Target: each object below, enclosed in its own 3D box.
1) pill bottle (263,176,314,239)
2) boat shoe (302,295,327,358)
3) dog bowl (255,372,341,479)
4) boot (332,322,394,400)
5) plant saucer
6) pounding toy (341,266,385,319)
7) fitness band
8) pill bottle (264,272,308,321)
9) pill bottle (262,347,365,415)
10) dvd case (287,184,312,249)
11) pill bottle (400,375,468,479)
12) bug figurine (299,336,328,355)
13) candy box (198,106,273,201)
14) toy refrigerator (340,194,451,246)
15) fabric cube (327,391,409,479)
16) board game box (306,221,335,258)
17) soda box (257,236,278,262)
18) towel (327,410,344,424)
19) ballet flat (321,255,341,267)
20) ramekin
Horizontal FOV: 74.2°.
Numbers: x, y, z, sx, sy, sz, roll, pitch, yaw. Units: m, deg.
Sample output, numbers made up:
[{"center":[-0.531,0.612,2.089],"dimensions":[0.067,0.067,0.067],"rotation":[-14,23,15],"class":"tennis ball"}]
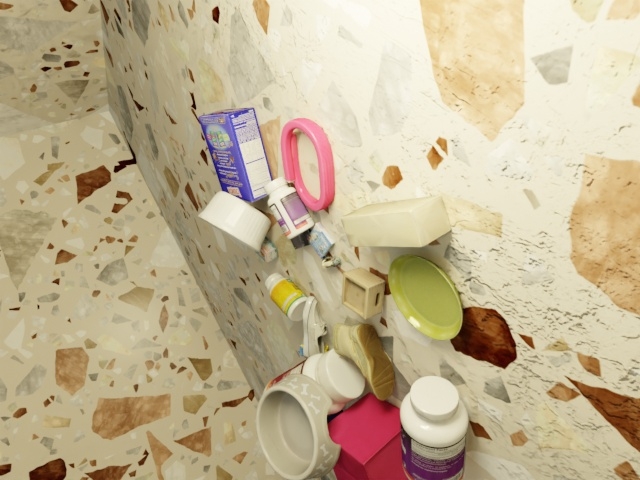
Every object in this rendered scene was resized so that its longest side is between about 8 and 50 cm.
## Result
[{"center":[-0.109,-0.110,1.417],"dimensions":[0.194,0.108,0.108],"rotation":[61,152,-2],"class":"pill bottle"},{"center":[-0.017,0.350,1.672],"dimensions":[0.088,0.096,0.268],"rotation":[6,101,19],"class":"boat shoe"},{"center":[-0.091,0.646,1.455],"dimensions":[0.348,0.102,0.350],"rotation":[-1,89,43],"class":"dog bowl"},{"center":[0.140,0.408,1.458],"dimensions":[0.203,0.095,0.262],"rotation":[-15,98,61],"class":"boot"},{"center":[0.271,0.139,1.082],"dimensions":[0.241,0.037,0.241],"rotation":[39,143,37],"class":"plant saucer"},{"center":[0.132,0.164,1.294],"dimensions":[0.130,0.100,0.141],"rotation":[29,126,46],"class":"pounding toy"},{"center":[-0.040,-0.226,1.284],"dimensions":[0.209,0.054,0.291],"rotation":[34,141,43],"class":"fitness band"},{"center":[-0.139,0.228,1.753],"dimensions":[0.208,0.117,0.118],"rotation":[40,144,37],"class":"pill bottle"},{"center":[-0.030,0.571,1.621],"dimensions":[0.392,0.224,0.224],"rotation":[-39,77,34],"class":"pill bottle"},{"center":[-0.101,-0.079,1.542],"dimensions":[0.164,0.018,0.222],"rotation":[-19,96,61],"class":"dvd case"},{"center":[0.315,0.538,1.184],"dimensions":[0.181,0.181,0.323],"rotation":[29,136,47],"class":"pill bottle"},{"center":[-0.015,0.504,1.821],"dimensions":[0.279,0.072,0.217],"rotation":[42,144,36],"class":"bug figurine"},{"center":[-0.313,-0.322,1.587],"dimensions":[0.268,0.122,0.318],"rotation":[19,128,51],"class":"candy box"},{"center":[0.174,-0.038,1.031],"dimensions":[0.269,0.102,0.094],"rotation":[-2,111,59],"class":"toy refrigerator"},{"center":[0.197,0.739,1.472],"dimensions":[0.258,0.254,0.259],"rotation":[1,113,57],"class":"fabric cube"},{"center":[0.000,0.000,1.421],"dimensions":[0.090,0.020,0.090],"rotation":[53,139,18],"class":"board game box"},{"center":[-0.259,0.018,1.836],"dimensions":[0.183,0.062,0.058],"rotation":[40,144,38],"class":"soda box"},{"center":[0.010,0.786,1.856],"dimensions":[0.308,0.227,0.076],"rotation":[53,123,19],"class":"towel"},{"center":[0.026,0.075,1.434],"dimensions":[0.114,0.041,0.041],"rotation":[-15,100,61],"class":"ballet flat"},{"center":[-0.331,-0.079,1.686],"dimensions":[0.277,0.135,0.277],"rotation":[30,172,5],"class":"ramekin"}]
